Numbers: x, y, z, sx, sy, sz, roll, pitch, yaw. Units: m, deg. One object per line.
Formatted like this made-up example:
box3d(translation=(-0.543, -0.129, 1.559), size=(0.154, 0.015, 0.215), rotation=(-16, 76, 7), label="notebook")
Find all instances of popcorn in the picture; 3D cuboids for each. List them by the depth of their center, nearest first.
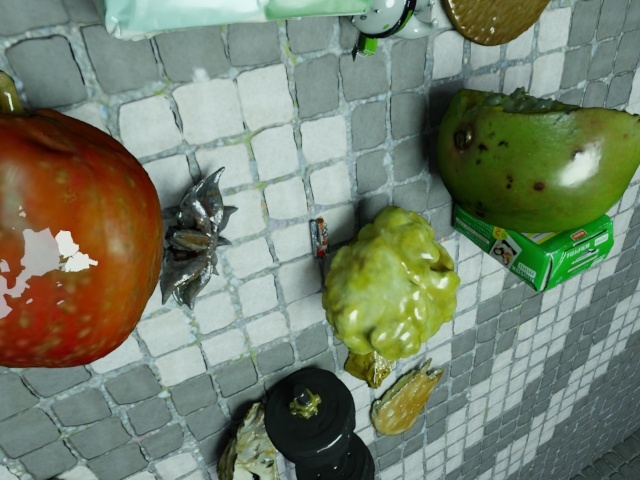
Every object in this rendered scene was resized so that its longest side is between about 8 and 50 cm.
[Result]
box3d(translation=(0.130, 0.080, 0.746), size=(0.242, 0.234, 0.250), rotation=(-41, 159, 7), label="popcorn")

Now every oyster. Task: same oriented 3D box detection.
box3d(translation=(-0.148, 0.457, 0.887), size=(0.166, 0.094, 0.293), rotation=(-9, 111, -46), label="oyster")

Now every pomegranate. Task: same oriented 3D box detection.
box3d(translation=(0.361, -0.118, 0.692), size=(0.359, 0.310, 0.215), rotation=(8, 106, -26), label="pomegranate")

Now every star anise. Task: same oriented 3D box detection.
box3d(translation=(-0.178, 0.002, 0.584), size=(0.061, 0.180, 0.204), rotation=(15, 115, 5), label="star anise")

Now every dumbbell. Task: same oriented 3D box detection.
box3d(translation=(0.007, 0.431, 0.884), size=(0.185, 0.185, 0.387), rotation=(-27, 126, -14), label="dumbbell")

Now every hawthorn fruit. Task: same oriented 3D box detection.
box3d(translation=(-0.298, -0.014, 0.426), size=(0.276, 0.275, 0.299), rotation=(-4, 111, -28), label="hawthorn fruit")

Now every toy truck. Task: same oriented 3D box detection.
box3d(translation=(0.000, 0.000, 0.744), size=(0.032, 0.024, 0.083), rotation=(-8, 120, 0), label="toy truck")

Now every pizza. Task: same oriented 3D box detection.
box3d(translation=(0.224, 0.406, 1.085), size=(0.181, 0.034, 0.261), rotation=(19, 106, -36), label="pizza")

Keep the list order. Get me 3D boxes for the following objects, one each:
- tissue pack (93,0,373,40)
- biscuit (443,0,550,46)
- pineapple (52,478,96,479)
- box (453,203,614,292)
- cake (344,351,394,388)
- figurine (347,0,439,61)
box3d(translation=(-0.105, -0.381, 0.370), size=(0.267, 0.194, 0.355), rotation=(-17, 122, -19), label="tissue pack")
box3d(translation=(0.290, -0.446, 0.654), size=(0.262, 0.037, 0.261), rotation=(-13, 121, -23), label="biscuit")
box3d(translation=(-0.456, 0.569, 0.645), size=(0.263, 0.272, 0.262), rotation=(-14, 122, -23), label="pineapple")
box3d(translation=(0.401, -0.032, 0.809), size=(0.180, 0.250, 0.102), rotation=(-24, 132, -14), label="box")
box3d(translation=(0.111, 0.224, 0.924), size=(0.080, 0.116, 0.184), rotation=(-2, 85, -34), label="cake")
box3d(translation=(0.095, -0.329, 0.558), size=(0.193, 0.147, 0.126), rotation=(-31, 110, -34), label="figurine")
